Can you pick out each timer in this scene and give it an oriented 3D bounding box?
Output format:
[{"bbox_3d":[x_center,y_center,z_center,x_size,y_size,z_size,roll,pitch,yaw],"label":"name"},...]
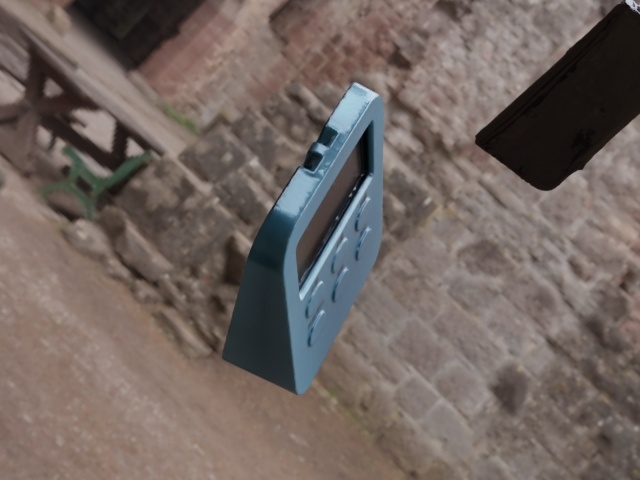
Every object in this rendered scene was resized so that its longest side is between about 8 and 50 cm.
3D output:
[{"bbox_3d":[0.000,0.000,1.044,0.091,0.232,0.250,25,-35,8],"label":"timer"}]

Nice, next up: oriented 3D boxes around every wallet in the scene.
[{"bbox_3d":[0.390,-0.210,1.611,0.165,0.309,0.042,29,32,-25],"label":"wallet"}]
